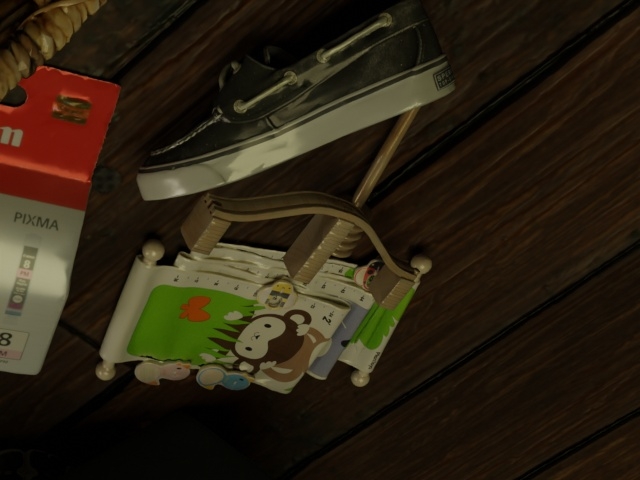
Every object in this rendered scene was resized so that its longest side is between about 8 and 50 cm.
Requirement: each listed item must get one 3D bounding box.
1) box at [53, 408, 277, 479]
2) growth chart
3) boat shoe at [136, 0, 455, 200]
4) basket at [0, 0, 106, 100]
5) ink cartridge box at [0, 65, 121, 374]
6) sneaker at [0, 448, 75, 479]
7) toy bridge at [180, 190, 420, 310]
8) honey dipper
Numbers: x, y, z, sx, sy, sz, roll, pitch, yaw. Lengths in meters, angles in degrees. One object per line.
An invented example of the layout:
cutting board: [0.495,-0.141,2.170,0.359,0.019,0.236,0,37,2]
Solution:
box: [-0.158,0.346,0.836,0.296,0.183,0.294,-28,125,-32]
growth chart: [-0.049,0.064,0.835,0.237,0.021,0.172,5,131,-15]
boat shoe: [-0.026,-0.088,0.677,0.219,0.078,0.070,-21,100,17]
basket: [-0.205,-0.195,0.437,0.213,0.223,0.299,-21,131,7]
ink cartridge box: [-0.250,-0.016,0.700,0.189,0.066,0.232,12,132,-21]
sneaker: [-0.298,0.220,0.888,0.275,0.107,0.110,29,145,-32]
toy bridge: [0.000,0.000,0.733,0.188,0.026,0.063,18,120,-37]
honey dipper: [0.044,-0.056,0.743,0.030,0.030,0.160,16,123,-24]
